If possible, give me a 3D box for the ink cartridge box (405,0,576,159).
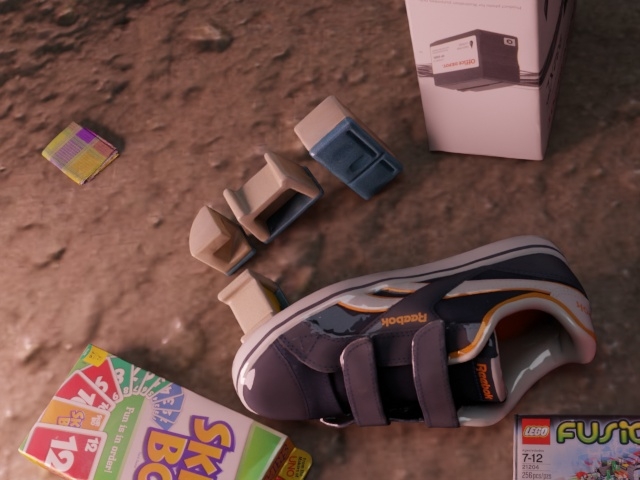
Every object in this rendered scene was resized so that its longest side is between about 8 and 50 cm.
[{"bbox_3d":[0.173,-0.257,1.041,0.129,0.307,0.223,8,60,17],"label":"ink cartridge box"}]

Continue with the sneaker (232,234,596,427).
[{"bbox_3d":[0.083,0.098,0.935,0.321,0.126,0.127,-21,40,-1],"label":"sneaker"}]

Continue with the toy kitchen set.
[{"bbox_3d":[0.000,0.000,1.058,0.207,0.122,0.166,-41,55,12],"label":"toy kitchen set"}]

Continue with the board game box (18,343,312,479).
[{"bbox_3d":[-0.145,0.197,0.997,0.259,0.039,0.124,21,66,23],"label":"board game box"}]

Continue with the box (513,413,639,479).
[{"bbox_3d":[0.263,0.201,0.884,0.207,0.036,0.114,-2,57,13],"label":"box"}]

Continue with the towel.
[{"bbox_3d":[-0.277,-0.100,1.236,0.083,0.009,0.060,33,72,30],"label":"towel"}]
